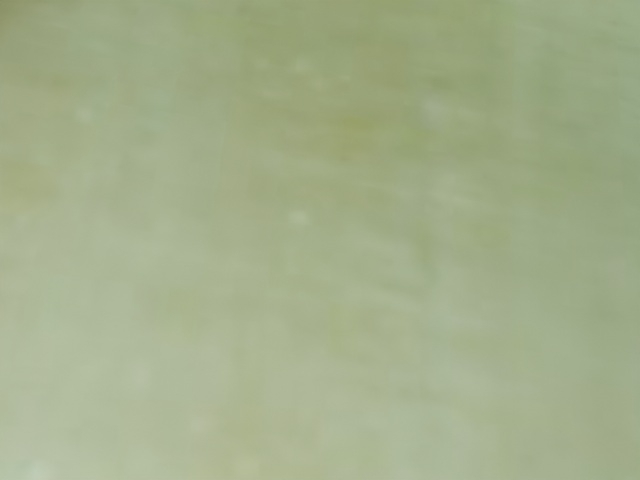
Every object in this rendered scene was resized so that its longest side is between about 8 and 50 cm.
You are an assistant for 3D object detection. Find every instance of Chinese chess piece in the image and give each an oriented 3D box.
[{"bbox_3d":[0.000,0.000,0.446,0.146,0.349,0.349,100,-176,-53],"label":"Chinese chess piece"}]
